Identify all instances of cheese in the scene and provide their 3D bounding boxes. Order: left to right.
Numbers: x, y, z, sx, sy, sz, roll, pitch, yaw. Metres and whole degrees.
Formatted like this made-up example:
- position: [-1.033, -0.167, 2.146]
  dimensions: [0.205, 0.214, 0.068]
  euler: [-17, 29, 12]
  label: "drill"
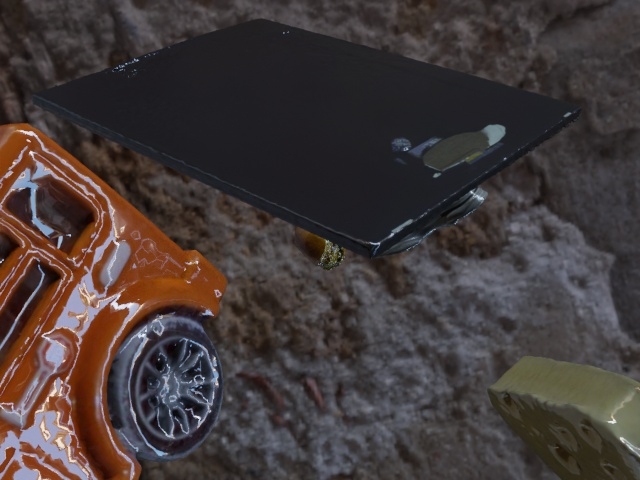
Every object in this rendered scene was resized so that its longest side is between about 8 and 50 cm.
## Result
- position: [0.436, 0.307, 1.298]
  dimensions: [0.384, 0.104, 0.384]
  euler: [46, -14, 15]
  label: "cheese"

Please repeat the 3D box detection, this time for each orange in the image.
- position: [0.000, 0.000, 1.201]
  dimensions: [0.086, 0.062, 0.086]
  euler: [39, 1, -1]
  label: "orange"

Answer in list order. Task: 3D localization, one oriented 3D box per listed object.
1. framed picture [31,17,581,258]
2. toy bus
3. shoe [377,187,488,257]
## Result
- position: [-0.015, -0.099, 0.618]
  dimensions: [0.244, 0.324, 0.013]
  euler: [-32, 135, -39]
  label: "framed picture"
- position: [-0.169, 0.121, 0.300]
  dimensions: [0.153, 0.143, 0.329]
  euler: [48, 53, -37]
  label: "toy bus"
- position: [0.110, -0.047, 1.036]
  dimensions: [0.099, 0.169, 0.071]
  euler: [60, 12, -3]
  label: "shoe"
